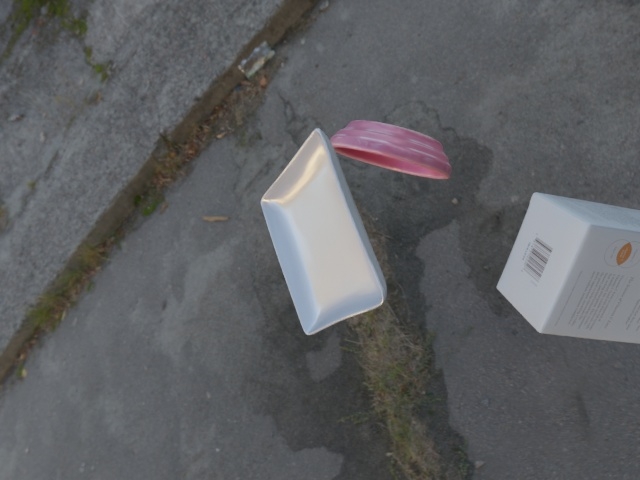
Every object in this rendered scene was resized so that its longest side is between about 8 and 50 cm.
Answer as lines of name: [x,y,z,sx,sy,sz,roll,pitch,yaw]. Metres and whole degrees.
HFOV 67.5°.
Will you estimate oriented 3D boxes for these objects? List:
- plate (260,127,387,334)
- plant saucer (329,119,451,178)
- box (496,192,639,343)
plate: [0.000,0.000,0.797,0.277,0.045,0.278,-38,68,57]
plant saucer: [0.190,-0.244,1.274,0.332,0.332,0.084,21,98,41]
box: [0.554,0.057,0.902,0.168,0.345,0.215,-110,30,-65]
